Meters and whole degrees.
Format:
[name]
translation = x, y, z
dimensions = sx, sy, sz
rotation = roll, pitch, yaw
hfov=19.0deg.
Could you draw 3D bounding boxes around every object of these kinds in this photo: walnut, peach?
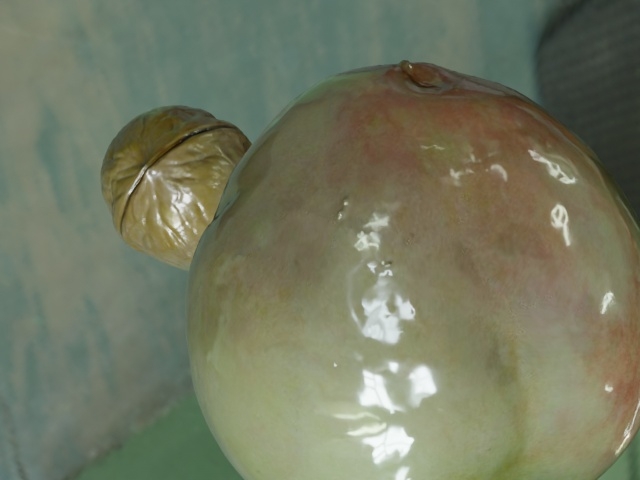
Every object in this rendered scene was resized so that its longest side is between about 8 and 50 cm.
[walnut]
translation = -0.135, -0.052, 1.906
dimensions = 0.167, 0.167, 0.207
rotation = -62, 163, -1
[peach]
translation = 0.060, 0.038, 1.149
dimensions = 0.292, 0.247, 0.292
rotation = -1, 114, -1
